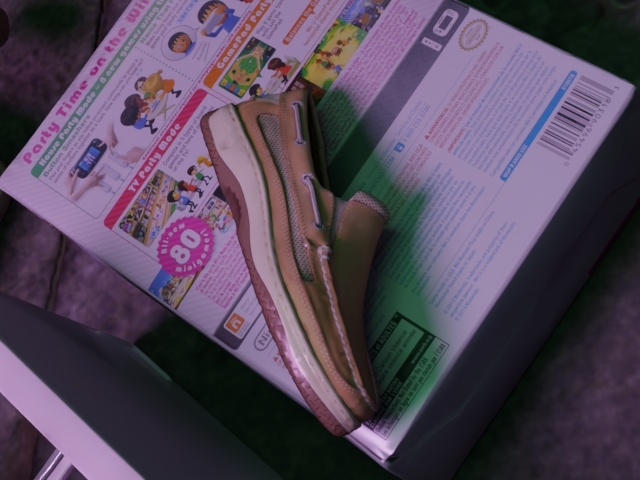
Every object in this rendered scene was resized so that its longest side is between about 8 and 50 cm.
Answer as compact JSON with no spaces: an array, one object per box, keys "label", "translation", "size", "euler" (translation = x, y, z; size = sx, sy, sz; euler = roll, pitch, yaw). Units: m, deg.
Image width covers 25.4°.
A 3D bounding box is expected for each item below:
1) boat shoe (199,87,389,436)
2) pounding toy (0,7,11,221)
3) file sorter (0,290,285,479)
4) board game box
[{"label":"boat shoe","translation":[0.000,0.000,0.687],"size":[0.072,0.068,0.190],"euler":[-22,63,2]},{"label":"pounding toy","translation":[-0.302,-0.035,0.894],"size":[0.154,0.155,0.269],"euler":[7,74,23]},{"label":"file sorter","translation":[-0.111,0.172,0.705],"size":[0.278,0.193,0.173],"euler":[37,92,31]},{"label":"board game box","translation":[-0.001,-0.038,0.791],"size":[0.303,0.097,0.224],"euler":[33,85,30]}]
